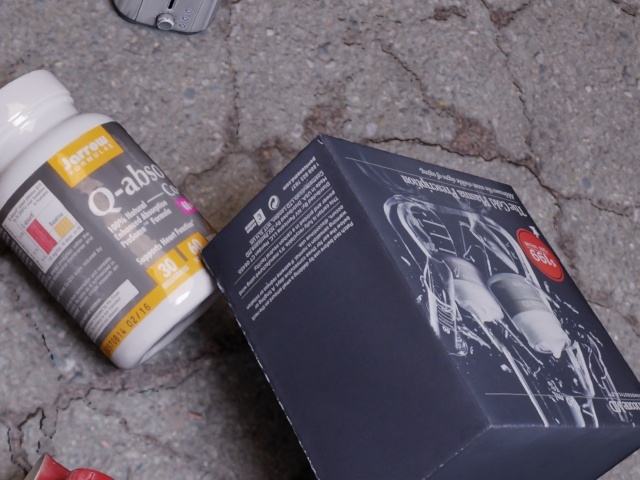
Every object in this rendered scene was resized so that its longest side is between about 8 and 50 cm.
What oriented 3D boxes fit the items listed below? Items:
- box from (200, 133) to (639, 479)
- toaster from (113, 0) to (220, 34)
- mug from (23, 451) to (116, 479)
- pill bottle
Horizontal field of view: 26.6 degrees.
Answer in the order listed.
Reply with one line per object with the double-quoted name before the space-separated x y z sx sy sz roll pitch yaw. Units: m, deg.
"box" 0.113 0.095 1.274 0.343 0.179 0.312 9 45 -52
"toaster" -0.155 -0.354 1.506 0.129 0.146 0.227 11 64 -18
"mug" -0.201 0.280 1.210 0.169 0.150 0.113 33 69 -10
"pill bottle" -0.223 -0.023 1.323 0.278 0.162 0.162 48 59 3
